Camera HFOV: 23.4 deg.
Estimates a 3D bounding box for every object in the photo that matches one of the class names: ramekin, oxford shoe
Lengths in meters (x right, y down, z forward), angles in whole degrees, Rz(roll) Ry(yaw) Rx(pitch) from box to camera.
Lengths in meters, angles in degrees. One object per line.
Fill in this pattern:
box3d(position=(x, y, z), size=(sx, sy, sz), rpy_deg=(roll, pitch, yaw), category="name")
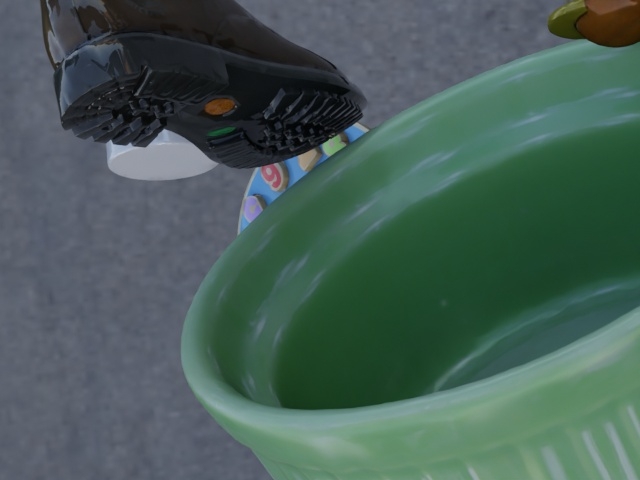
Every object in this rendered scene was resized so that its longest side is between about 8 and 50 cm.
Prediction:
box3d(position=(0.103, 0.041, 0.703), size=(0.303, 0.303, 0.148), rpy_deg=(0, 126, 49), category="ramekin")
box3d(position=(-0.050, -0.095, 0.770), size=(0.083, 0.227, 0.096), rpy_deg=(-30, 69, 24), category="oxford shoe")

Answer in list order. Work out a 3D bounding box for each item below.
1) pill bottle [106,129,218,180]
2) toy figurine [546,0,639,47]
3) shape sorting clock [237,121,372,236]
box3d(position=(-0.116, -0.146, 1.099), size=(0.108, 0.108, 0.193), rpy_deg=(-23, 66, 47), category="pill bottle")
box3d(position=(0.230, -0.136, 0.697), size=(0.209, 0.213, 0.148), rpy_deg=(5, 88, 62), category="toy figurine")
box3d(position=(0.000, 0.000, 1.277), size=(0.206, 0.040, 0.206), rpy_deg=(1, 91, 42), category="shape sorting clock")
